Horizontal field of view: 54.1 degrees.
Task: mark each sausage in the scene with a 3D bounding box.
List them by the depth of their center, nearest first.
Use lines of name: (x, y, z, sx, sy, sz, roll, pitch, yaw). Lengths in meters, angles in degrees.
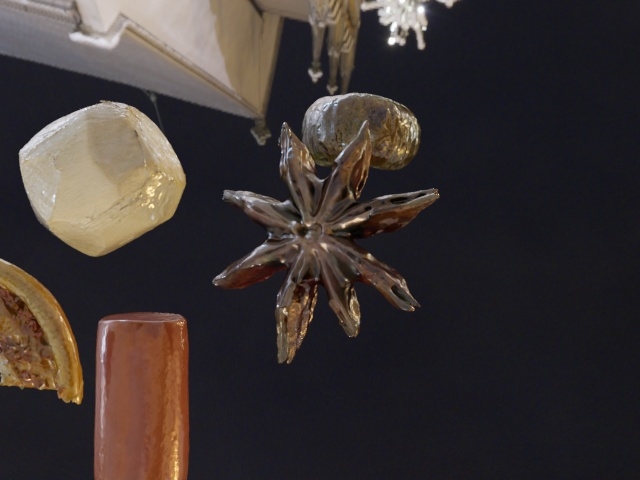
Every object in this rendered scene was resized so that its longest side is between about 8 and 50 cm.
sausage: (-0.213, 0.217, 0.750, 0.113, 0.113, 0.259, -1, -93, -4)

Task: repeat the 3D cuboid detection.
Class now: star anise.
star anise: (0.000, 0.001, 0.699, 0.288, 0.088, 0.288, -5, -103, 24)

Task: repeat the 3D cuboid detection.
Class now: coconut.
coconut: (-0.372, -0.097, 1.044, 0.247, 0.245, 0.245, -30, -117, 6)

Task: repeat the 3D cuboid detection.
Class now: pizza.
pizza: (-0.457, 0.142, 0.970, 0.134, 0.056, 0.271, -23, -91, -1)

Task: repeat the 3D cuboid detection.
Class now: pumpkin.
pumpkin: (0.088, -0.261, 1.639, 0.325, 0.232, 0.242, 2, -79, 15)

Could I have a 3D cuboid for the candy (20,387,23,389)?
candy: (-0.565, 0.200, 1.239, 0.046, 0.053, 0.182, 7, -110, -30)
